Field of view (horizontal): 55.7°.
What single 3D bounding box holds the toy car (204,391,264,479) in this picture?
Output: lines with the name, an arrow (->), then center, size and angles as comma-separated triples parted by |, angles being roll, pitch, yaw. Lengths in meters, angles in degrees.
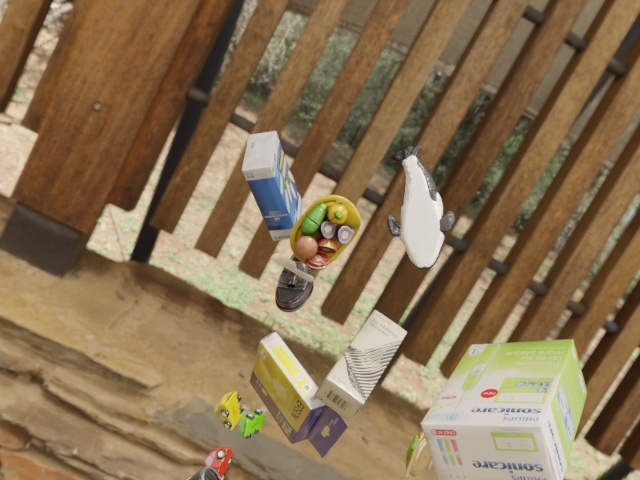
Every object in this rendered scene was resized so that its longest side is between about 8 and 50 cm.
toy car -> -0.213, 0.473, 1.518 | 0.053, 0.239, 0.225 | 13, 4, 22

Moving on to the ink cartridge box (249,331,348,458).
ink cartridge box -> -0.075, 0.441, 1.651 | 0.072, 0.304, 0.307 | -26, 65, -28

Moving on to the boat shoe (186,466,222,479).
boat shoe -> -0.183, 0.614, 1.239 | 0.113, 0.105, 0.306 | 13, 40, -55

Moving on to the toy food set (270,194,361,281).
toy food set -> 0.000, 0.000, 1.359 | 0.128, 0.218, 0.071 | 38, 7, -12

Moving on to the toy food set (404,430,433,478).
toy food set -> 0.281, 0.605, 1.723 | 0.038, 0.132, 0.192 | 20, -2, 33

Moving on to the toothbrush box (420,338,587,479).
toothbrush box -> 0.334, 0.296, 1.075 | 0.206, 0.122, 0.283 | -11, 15, 36

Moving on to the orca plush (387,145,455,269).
orca plush -> 0.227, -0.072, 1.438 | 0.102, 0.151, 0.287 | 28, 39, -75

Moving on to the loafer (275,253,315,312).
loafer -> -0.060, 0.073, 1.737 | 0.109, 0.095, 0.302 | 8, 40, 16

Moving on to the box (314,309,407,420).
box -> 0.105, 0.305, 1.512 | 0.113, 0.094, 0.275 | 34, 44, 8

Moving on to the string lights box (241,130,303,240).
string lights box -> -0.117, -0.133, 1.542 | 0.260, 0.076, 0.133 | 70, 19, -47
